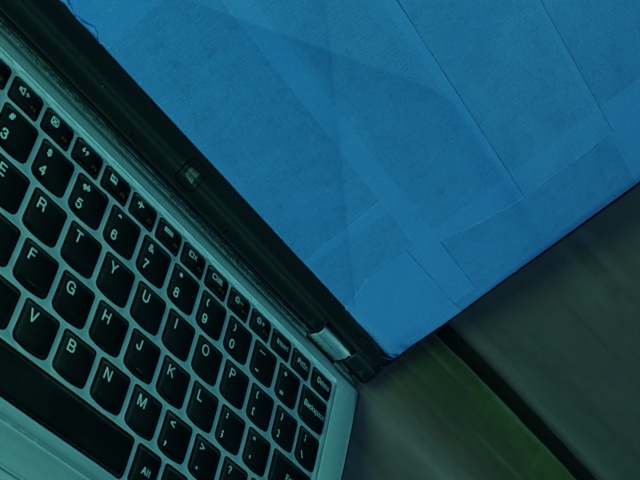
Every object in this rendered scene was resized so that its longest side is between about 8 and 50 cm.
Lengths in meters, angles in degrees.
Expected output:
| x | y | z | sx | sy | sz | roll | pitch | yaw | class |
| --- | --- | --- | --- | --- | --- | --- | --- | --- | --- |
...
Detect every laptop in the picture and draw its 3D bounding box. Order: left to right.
| x | y | z | sx | sy | sz | roll | pitch | yaw | class |
| --- | --- | --- | --- | --- | --- | --- | --- | --- | --- |
| 0.000 | 0.000 | 0.453 | 0.382 | 0.236 | 0.408 | 48 | 43 | -39 | laptop |

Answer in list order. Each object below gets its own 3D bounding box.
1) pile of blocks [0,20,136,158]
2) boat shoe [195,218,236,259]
| x | y | z | sx | sy | sz | roll | pitch | yaw | class |
| --- | --- | --- | --- | --- | --- | --- | --- | --- | --- |
| -0.153 | -0.154 | 0.542 | 0.112 | 0.149 | 0.362 | -14 | 96 | -8 | pile of blocks |
| -0.109 | 0.014 | 0.612 | 0.133 | 0.049 | 0.042 | -6 | 107 | -7 | boat shoe |
